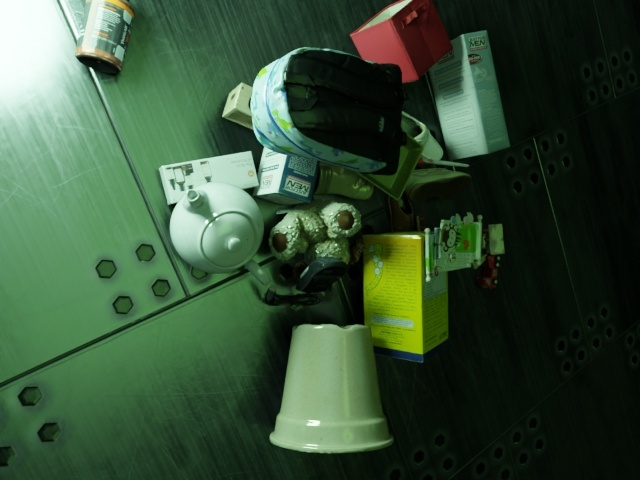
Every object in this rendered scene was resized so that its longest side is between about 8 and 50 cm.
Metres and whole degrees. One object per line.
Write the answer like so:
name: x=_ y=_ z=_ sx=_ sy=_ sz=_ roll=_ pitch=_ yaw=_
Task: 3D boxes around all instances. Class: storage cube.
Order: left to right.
storage cube: x=0.245 y=-0.602 z=1.446 sx=0.184 sy=0.215 sz=0.193 roll=-44 pitch=116 yaw=-20

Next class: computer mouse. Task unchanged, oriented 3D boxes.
computer mouse: x=-0.050 y=0.105 z=1.309 sx=0.184 sy=0.262 sz=0.060 roll=1 pitch=58 yaw=-25

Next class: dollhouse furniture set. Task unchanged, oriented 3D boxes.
dollhouse furniture set: x=0.441 y=-0.026 z=1.543 sx=0.259 sy=0.262 sz=0.135 roll=-5 pitch=94 yaw=5

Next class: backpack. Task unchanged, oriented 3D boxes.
backpack: x=0.013 y=-0.306 z=1.128 sx=0.356 sy=0.273 sz=0.290 roll=-4 pitch=96 yaw=-52

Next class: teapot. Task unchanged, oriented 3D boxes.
teapot: x=-0.238 y=-0.013 z=1.188 sx=0.256 sy=0.187 sz=0.252 roll=1 pitch=110 yaw=-33

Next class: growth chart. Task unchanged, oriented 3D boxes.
growth chart: x=0.379 y=0.012 z=1.353 sx=0.237 sy=0.021 sz=0.171 roll=-11 pitch=98 yaw=-30

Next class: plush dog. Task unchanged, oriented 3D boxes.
plush dog: x=0.000 y=0.000 z=1.369 sx=0.263 sy=0.210 sz=0.225 roll=-20 pitch=117 yaw=4

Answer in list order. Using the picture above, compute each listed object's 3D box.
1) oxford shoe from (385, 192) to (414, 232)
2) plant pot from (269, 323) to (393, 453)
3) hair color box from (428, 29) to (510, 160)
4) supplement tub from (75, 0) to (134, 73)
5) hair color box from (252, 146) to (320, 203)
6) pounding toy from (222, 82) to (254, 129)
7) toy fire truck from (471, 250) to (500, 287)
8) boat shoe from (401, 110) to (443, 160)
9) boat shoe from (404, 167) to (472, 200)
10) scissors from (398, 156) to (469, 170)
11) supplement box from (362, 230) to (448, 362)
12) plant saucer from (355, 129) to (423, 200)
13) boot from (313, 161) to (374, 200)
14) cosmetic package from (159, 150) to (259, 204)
oxford shoe: x=0.272 y=-0.059 z=1.543 sx=0.076 sy=0.076 sz=0.212 roll=-26 pitch=104 yaw=-26
plant pot: x=0.029 y=0.386 z=1.315 sx=0.334 sy=0.334 sz=0.305 roll=6 pitch=77 yaw=-27
hair color box: x=0.484 y=-0.468 z=1.580 sx=0.114 sy=0.185 sz=0.374 roll=-20 pitch=100 yaw=-25
supplement tub: x=-0.500 y=-0.504 z=1.118 sx=0.106 sy=0.106 sz=0.197 roll=12 pitch=86 yaw=-27
hair color box: x=-0.070 y=-0.277 z=1.306 sx=0.105 sy=0.174 sz=0.347 roll=16 pitch=84 yaw=-29
pounding toy: x=-0.169 y=-0.364 z=1.271 sx=0.130 sy=0.141 sz=0.100 roll=18 pitch=82 yaw=-27
toy fire truck: x=0.580 y=0.073 z=1.718 sx=0.135 sy=0.047 sz=0.192 roll=8 pitch=88 yaw=-27
boat shoe: x=0.305 y=-0.334 z=1.541 sx=0.277 sy=0.096 sz=0.098 roll=27 pitch=78 yaw=-25
boat shoe: x=0.381 y=-0.198 z=1.573 sx=0.302 sy=0.109 sz=0.098 roll=-10 pitch=51 yaw=-36
scissors: x=0.334 y=-0.263 z=1.544 sx=0.297 sy=0.109 sz=0.021 roll=-7 pitch=131 yaw=-19
supplement box: x=0.257 y=0.153 z=1.433 sx=0.194 sy=0.195 sz=0.356 roll=-7 pitch=97 yaw=-53
plant saucer: x=0.195 y=-0.242 z=1.412 sx=0.188 sy=0.045 sz=0.188 roll=29 pitch=84 yaw=-31
boot: x=0.065 y=-0.256 z=1.424 sx=0.204 sy=0.095 sz=0.261 roll=3 pitch=94 yaw=-26
cosmetic package: x=-0.290 y=-0.166 z=1.259 sx=0.239 sy=0.060 sz=0.098 roll=-16 pitch=99 yaw=-26
